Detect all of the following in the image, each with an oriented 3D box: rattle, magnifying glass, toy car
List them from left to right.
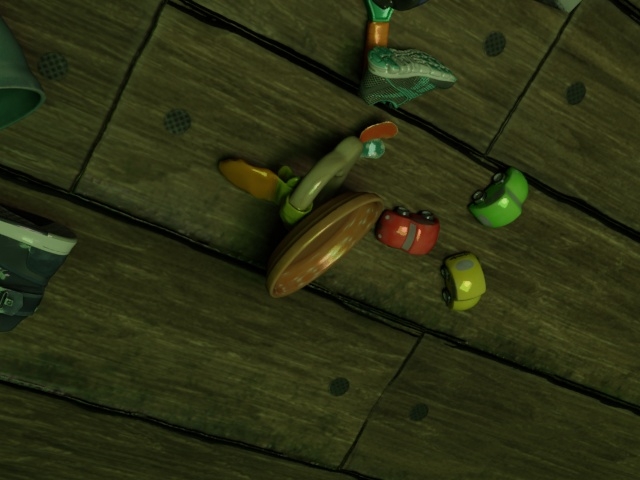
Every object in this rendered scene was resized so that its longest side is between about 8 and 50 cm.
[{"bbox_3d":[-0.013,-0.117,1.197,0.199,0.143,0.130,-52,155,-9],"label":"rattle"},{"bbox_3d":[0.078,-0.308,1.140,0.092,0.026,0.230,-4,117,-19],"label":"magnifying glass"},{"bbox_3d":[0.229,-0.016,1.323,0.225,0.053,0.239,-44,122,4],"label":"toy car"}]

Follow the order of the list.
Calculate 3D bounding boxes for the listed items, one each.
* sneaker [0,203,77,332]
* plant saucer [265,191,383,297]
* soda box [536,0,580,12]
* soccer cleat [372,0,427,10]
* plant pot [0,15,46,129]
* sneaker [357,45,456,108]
[{"bbox_3d":[-0.435,0.024,1.074,0.226,0.086,0.163,26,101,-30],"label":"sneaker"},{"bbox_3d":[0.000,0.000,1.197,0.200,0.037,0.200,-38,165,-12],"label":"plant saucer"},{"bbox_3d":[0.377,-0.437,1.146,0.286,0.098,0.091,-45,121,6],"label":"soda box"},{"bbox_3d":[0.058,-0.412,1.042,0.121,0.093,0.289,-43,110,-29],"label":"soccer cleat"},{"bbox_3d":[-0.450,-0.191,0.873,0.293,0.293,0.196,-20,94,-10],"label":"plant pot"},{"bbox_3d":[0.110,-0.210,1.169,0.167,0.065,0.076,-3,133,-42],"label":"sneaker"}]
